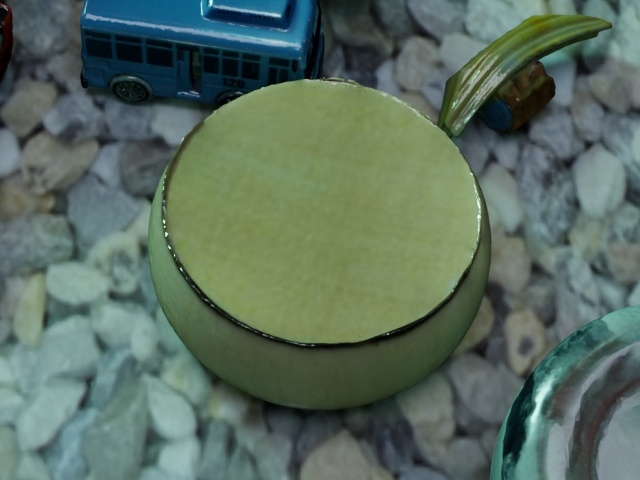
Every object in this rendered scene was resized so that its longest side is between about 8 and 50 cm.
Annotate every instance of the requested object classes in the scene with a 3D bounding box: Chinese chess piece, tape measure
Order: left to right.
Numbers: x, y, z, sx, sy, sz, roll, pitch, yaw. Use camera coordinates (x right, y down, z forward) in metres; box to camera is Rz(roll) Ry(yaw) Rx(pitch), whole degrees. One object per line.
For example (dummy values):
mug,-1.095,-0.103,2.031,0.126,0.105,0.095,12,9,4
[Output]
Chinese chess piece,0.000,0.000,1.290,0.249,0.103,0.250,2,59,-3
tape measure,0.239,0.181,1.181,0.256,0.147,0.275,8,64,3

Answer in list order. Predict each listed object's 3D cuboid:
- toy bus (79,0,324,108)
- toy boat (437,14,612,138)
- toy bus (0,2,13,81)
toy bus,-0.088,-0.161,1.374,0.184,0.106,0.090,8,57,0
toy boat,0.157,-0.132,1.402,0.172,0.065,0.066,-38,92,-22
toy bus,-0.297,-0.095,1.329,0.081,0.089,0.195,16,60,6
